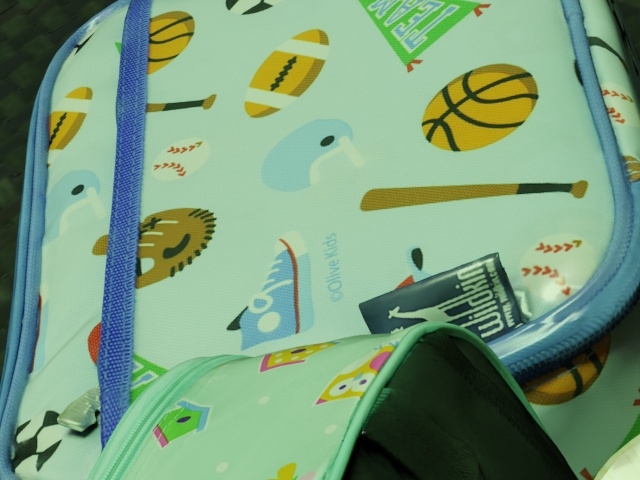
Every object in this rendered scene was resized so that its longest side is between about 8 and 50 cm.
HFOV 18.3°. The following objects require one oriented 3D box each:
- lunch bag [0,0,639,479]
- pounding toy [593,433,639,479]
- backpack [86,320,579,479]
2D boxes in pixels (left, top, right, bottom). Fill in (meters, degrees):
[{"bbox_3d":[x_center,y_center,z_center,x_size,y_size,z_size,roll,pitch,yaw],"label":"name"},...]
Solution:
[{"bbox_3d":[0.000,0.000,0.691,0.243,0.115,0.303,-19,37,14],"label":"lunch bag"},{"bbox_3d":[0.156,0.107,0.346,0.154,0.155,0.269,-25,65,-3],"label":"pounding toy"},{"bbox_3d":[0.006,0.116,0.484,0.144,0.188,0.166,-1,45,30],"label":"backpack"}]
